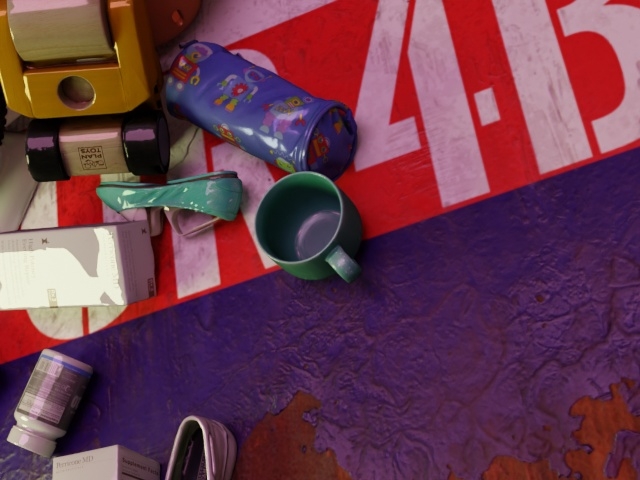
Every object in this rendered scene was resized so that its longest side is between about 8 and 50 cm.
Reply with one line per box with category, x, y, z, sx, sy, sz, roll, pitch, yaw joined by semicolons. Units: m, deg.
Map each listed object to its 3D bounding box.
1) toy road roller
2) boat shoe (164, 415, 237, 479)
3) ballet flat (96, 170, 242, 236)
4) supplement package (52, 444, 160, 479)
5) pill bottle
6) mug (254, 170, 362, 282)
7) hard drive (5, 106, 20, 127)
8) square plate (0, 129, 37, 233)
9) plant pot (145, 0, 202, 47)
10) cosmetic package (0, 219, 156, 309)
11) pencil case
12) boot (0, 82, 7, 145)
toy road roller;-0.328;-0.252;1.638;0.202;0.330;0.241;-4;34;5
boat shoe;-0.170;0.347;1.418;0.095;0.084;0.258;-7;65;23
ballet flat;-0.223;-0.048;1.631;0.247;0.083;0.087;-3;85;27
supplement package;-0.274;0.367;1.449;0.105;0.105;0.179;-15;62;20
pill bottle;-0.379;0.227;1.580;0.078;0.078;0.137;14;75;30
mug;-0.008;-0.002;1.490;0.129;0.097;0.158;-16;64;19
hard drive;-0.594;-0.248;1.771;0.353;0.233;0.047;-37;16;6
square plate;-0.632;-0.043;1.844;0.344;0.049;0.347;11;73;29
plant pot;-0.302;-0.431;1.743;0.290;0.203;0.291;-7;57;11
cosmetic package;-0.358;0.036;1.630;0.231;0.085;0.117;-5;95;26
pencil case;-0.085;-0.185;1.599;0.306;0.119;0.133;29;71;33
boot;-0.603;-0.221;1.678;0.260;0.131;0.348;26;122;5
